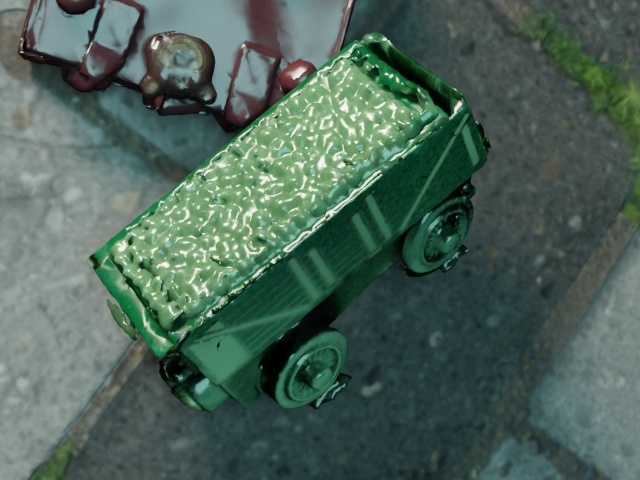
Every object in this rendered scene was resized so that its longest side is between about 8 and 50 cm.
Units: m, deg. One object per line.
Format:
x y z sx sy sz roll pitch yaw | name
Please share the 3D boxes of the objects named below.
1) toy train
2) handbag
0.000 0.000 0.689 0.269 0.154 0.115 -39 55 -6 | toy train
-0.075 -0.184 0.717 0.203 0.074 0.216 16 86 -14 | handbag
